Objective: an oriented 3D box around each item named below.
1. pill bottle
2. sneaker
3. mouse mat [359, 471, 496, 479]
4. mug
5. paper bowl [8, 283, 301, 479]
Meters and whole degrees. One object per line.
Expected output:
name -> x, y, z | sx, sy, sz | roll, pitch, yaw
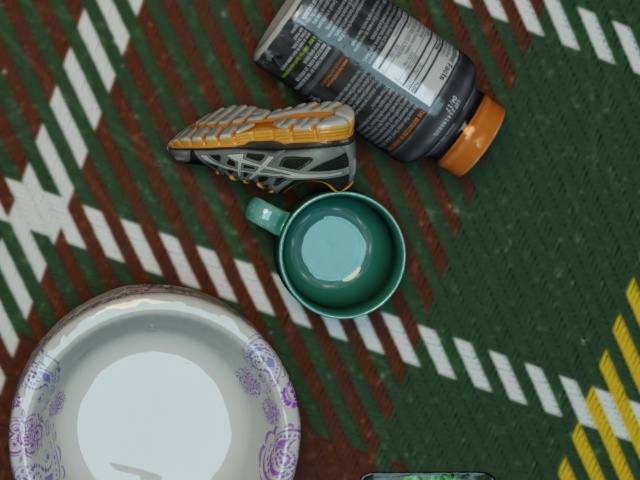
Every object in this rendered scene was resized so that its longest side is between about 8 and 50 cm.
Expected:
pill bottle -> 0.065, -0.165, 1.676 | 0.246, 0.130, 0.130 | 34, 90, -9
sneaker -> -0.059, -0.086, 1.658 | 0.215, 0.084, 0.083 | 2, 121, 31
mouse mat -> 0.113, 0.343, 1.793 | 0.153, 0.007, 0.189 | 0, 94, -7
mug -> 0.010, -0.001, 1.701 | 0.129, 0.097, 0.157 | -30, 98, -3
paper bowl -> -0.167, 0.184, 1.670 | 0.284, 0.148, 0.284 | -1, 95, -7
